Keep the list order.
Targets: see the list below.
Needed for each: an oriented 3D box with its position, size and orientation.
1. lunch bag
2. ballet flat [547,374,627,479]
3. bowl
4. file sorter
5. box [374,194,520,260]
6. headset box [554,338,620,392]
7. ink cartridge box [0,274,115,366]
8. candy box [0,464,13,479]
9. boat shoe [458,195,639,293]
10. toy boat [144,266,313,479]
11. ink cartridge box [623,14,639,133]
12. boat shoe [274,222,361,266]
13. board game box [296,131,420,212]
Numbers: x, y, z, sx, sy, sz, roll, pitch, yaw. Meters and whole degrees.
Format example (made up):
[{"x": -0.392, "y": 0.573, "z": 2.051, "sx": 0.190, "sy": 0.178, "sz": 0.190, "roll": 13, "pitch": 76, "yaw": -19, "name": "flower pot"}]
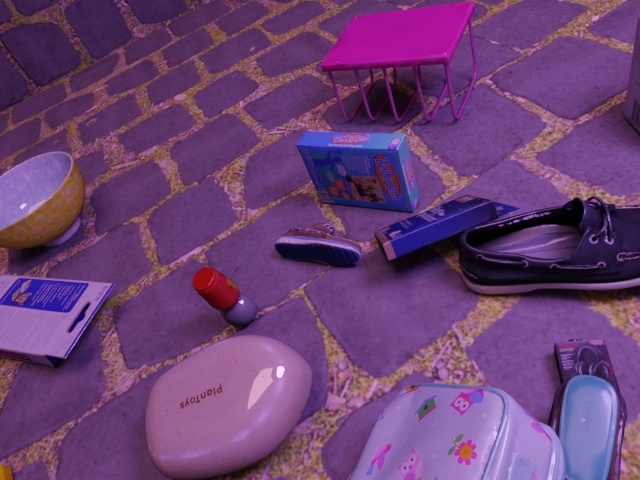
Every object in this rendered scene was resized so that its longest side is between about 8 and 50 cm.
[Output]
[{"x": 0.118, "y": 0.290, "z": 0.501, "sx": 0.279, "sy": 0.108, "sz": 0.224, "roll": -58, "pitch": 16, "yaw": -27, "name": "lunch bag"}, {"x": 0.269, "y": 0.281, "z": 0.518, "sx": 0.095, "sy": 0.096, "sz": 0.280, "roll": 16, "pitch": 57, "yaw": 33, "name": "ballet flat"}, {"x": -0.710, "y": -0.075, "z": 1.236, "sx": 0.289, "sy": 0.156, "sz": 0.290, "roll": -12, "pitch": 46, "yaw": 13, "name": "bowl"}, {"x": 0.191, "y": -0.392, "z": 1.115, "sx": 0.290, "sy": 0.182, "sz": 0.202, "roll": 8, "pitch": 54, "yaw": 31, "name": "file sorter"}, {"x": 0.207, "y": -0.032, "z": 0.832, "sx": 0.225, "sy": 0.037, "sz": 0.136, "roll": -21, "pitch": 9, "yaw": 3, "name": "box"}, {"x": 0.345, "y": 0.167, "z": 0.636, "sx": 0.062, "sy": 0.032, "sz": 0.083, "roll": -7, "pitch": 49, "yaw": 18, "name": "headset box"}, {"x": -0.600, "y": 0.164, "z": 1.032, "sx": 0.370, "sy": 0.069, "sz": 0.176, "roll": 0, "pitch": 49, "yaw": 27, "name": "ink cartridge box"}, {"x": -0.514, "y": 0.461, "z": 0.746, "sx": 0.105, "sy": 0.027, "sz": 0.206, "roll": -41, "pitch": 46, "yaw": -11, "name": "candy box"}, {"x": 0.366, "y": -0.008, "z": 0.704, "sx": 0.340, "sy": 0.113, "sz": 0.127, "roll": -8, "pitch": 43, "yaw": 29, "name": "boat shoe"}, {"x": -0.138, "y": 0.195, "z": 0.763, "sx": 0.267, "sy": 0.148, "sz": 0.318, "roll": -21, "pitch": 52, "yaw": 12, "name": "toy boat"}, {"x": 0.686, "y": -0.319, "z": 0.767, "sx": 0.309, "sy": 0.272, "sz": 0.130, "roll": -14, "pitch": 45, "yaw": 11, "name": "ink cartridge box"}, {"x": 0.000, "y": 0.000, "z": 0.919, "sx": 0.183, "sy": 0.066, "sz": 0.066, "roll": 8, "pitch": 52, "yaw": 29, "name": "boat shoe"}, {"x": 0.075, "y": -0.133, "z": 0.943, "sx": 0.210, "sy": 0.160, "sz": 0.047, "roll": 10, "pitch": 54, "yaw": 30, "name": "board game box"}]
